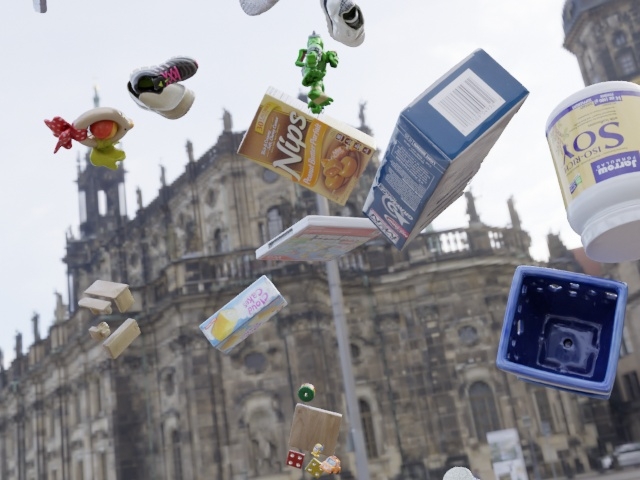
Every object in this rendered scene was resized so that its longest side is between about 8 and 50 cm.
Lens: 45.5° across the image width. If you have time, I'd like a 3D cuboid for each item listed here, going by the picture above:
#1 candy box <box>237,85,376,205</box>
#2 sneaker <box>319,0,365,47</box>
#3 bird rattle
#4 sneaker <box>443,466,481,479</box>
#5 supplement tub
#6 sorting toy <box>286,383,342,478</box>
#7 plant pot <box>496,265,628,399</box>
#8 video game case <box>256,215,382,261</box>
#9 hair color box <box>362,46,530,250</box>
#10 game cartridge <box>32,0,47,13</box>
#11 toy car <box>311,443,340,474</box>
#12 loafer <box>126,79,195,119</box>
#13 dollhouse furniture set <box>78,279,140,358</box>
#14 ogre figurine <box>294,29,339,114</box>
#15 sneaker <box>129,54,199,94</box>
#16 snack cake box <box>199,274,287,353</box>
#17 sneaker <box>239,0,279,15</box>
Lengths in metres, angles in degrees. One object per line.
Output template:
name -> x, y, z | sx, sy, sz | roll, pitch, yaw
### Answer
candy box -> -0.034, -0.244, 1.984 | 0.316, 0.088, 0.183 | 26, -65, -7
sneaker -> 0.073, -0.547, 1.928 | 0.090, 0.094, 0.235 | -51, -25, 1
bird rattle -> -0.677, -0.332, 2.273 | 0.207, 0.143, 0.253 | -34, -35, 19
sneaker -> 0.298, 0.478, 1.418 | 0.058, 0.085, 0.152 | -46, 24, -26
supplement tub -> 0.631, -0.144, 1.635 | 0.240, 0.332, 0.241 | -4, -28, -2
sorting toy -> -0.014, 0.536, 2.152 | 0.132, 0.275, 0.046 | 13, 17, 7
plant pot -> 0.530, 0.209, 1.643 | 0.235, 0.236, 0.212 | 9, -17, 27
video game case -> 0.000, 0.000, 1.731 | 0.204, 0.025, 0.285 | 2, -16, -27
hair color box -> 0.181, -0.128, 1.197 | 0.174, 0.105, 0.347 | -40, -12, -19
game cartridge -> -0.533, -0.473, 1.441 | 0.017, 0.083, 0.056 | -13, 26, -28
toy car -> 0.006, 0.528, 1.865 | 0.060, 0.041, 0.122 | 25, 1, -40
loafer -> -0.467, -0.413, 2.187 | 0.268, 0.102, 0.092 | 12, -13, 39
dollhouse furniture set -> -0.600, 0.219, 2.131 | 0.123, 0.144, 0.151 | 6, -52, 31
ogre figurine -> -0.011, -0.385, 1.716 | 0.096, 0.118, 0.197 | -8, -27, 22
sneaker -> -0.365, -0.379, 1.779 | 0.170, 0.075, 0.063 | -13, -48, 4
snack cake box -> -0.243, 0.239, 2.448 | 0.264, 0.089, 0.152 | -39, -19, -4
sneaker -> -0.060, -0.593, 1.682 | 0.153, 0.101, 0.268 | -23, -10, -48
